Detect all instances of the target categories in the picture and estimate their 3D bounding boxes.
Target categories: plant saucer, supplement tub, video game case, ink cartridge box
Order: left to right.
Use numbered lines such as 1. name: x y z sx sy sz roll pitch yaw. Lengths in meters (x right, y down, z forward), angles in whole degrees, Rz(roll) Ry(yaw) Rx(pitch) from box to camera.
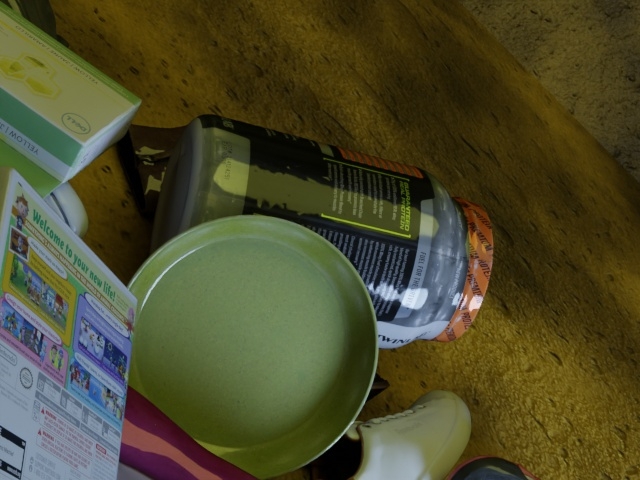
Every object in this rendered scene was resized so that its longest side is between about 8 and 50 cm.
1. ink cartridge box: -0.277 -0.111 0.969 0.171 0.056 0.235 35 29 -1
2. video game case: -0.179 0.085 0.761 0.212 0.023 0.193 62 27 -60
3. plant saucer: -0.068 0.095 1.024 0.241 0.241 0.037 39 -2 -14
4. supplement tub: 0.000 0.000 1.151 0.316 0.193 0.193 13 39 -17

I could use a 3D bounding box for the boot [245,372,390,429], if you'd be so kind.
1. boot: -0.019 0.129 1.160 0.219 0.082 0.106 -1 56 -51

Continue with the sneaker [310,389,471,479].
1. sneaker: 0.064 0.204 1.147 0.123 0.106 0.290 49 30 -1

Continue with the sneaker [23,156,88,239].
1. sneaker: -0.327 -0.061 1.000 0.258 0.094 0.091 35 39 -2

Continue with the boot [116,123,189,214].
1. boot: -0.107 -0.028 1.271 0.207 0.090 0.248 -3 58 -37

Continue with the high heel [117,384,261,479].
1. high heel: -0.080 0.188 0.946 0.377 0.127 0.181 22 48 -32

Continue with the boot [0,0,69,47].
1. boot: -0.301 -0.222 1.219 0.222 0.118 0.338 42 40 -15

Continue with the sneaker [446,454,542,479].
1. sneaker: 0.197 0.292 1.206 0.314 0.116 0.136 45 6 -42
